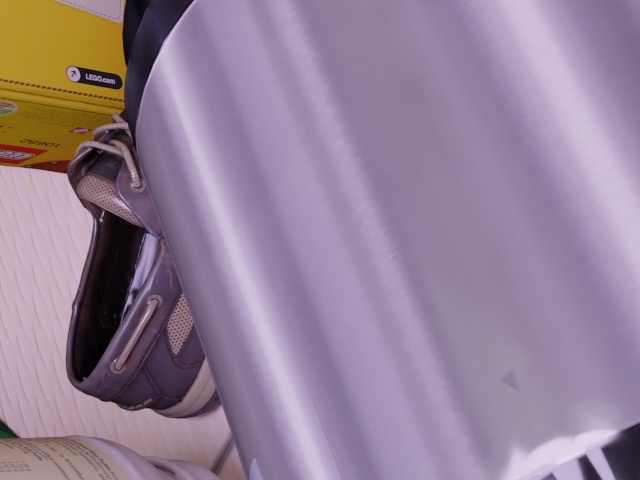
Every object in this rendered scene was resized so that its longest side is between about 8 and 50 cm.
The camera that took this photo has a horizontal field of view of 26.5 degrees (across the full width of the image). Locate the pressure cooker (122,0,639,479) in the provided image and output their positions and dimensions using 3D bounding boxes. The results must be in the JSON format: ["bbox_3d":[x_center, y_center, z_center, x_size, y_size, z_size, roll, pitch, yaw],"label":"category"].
[{"bbox_3d":[0.105,-0.035,0.618,0.370,0.375,0.420,-44,57,38],"label":"pressure cooker"}]

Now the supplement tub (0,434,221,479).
[{"bbox_3d":[-0.215,0.240,0.835,0.235,0.325,0.235,-7,81,46],"label":"supplement tub"}]

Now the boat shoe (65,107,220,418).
[{"bbox_3d":[-0.113,-0.038,1.027,0.132,0.130,0.355,10,94,47],"label":"boat shoe"}]

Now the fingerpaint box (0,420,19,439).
[{"bbox_3d":[-0.407,0.262,1.082,0.371,0.445,0.163,29,106,45],"label":"fingerpaint box"}]

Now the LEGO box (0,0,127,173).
[{"bbox_3d":[-0.362,-0.273,1.047,0.193,0.500,0.372,-17,74,44],"label":"LEGO box"}]
